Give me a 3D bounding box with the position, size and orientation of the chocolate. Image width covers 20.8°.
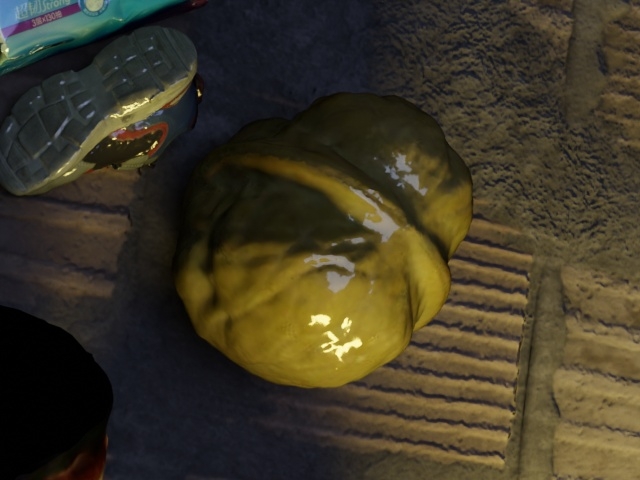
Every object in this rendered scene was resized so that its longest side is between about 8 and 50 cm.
[{"bbox_3d":[-0.359,0.203,1.511,0.340,0.210,0.225,-8,47,-26],"label":"chocolate"}]

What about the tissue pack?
[{"bbox_3d":[-0.234,-0.289,1.656,0.263,0.146,0.198,-23,94,-26],"label":"tissue pack"}]

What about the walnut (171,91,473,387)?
[{"bbox_3d":[0.001,-0.001,1.679,0.282,0.277,0.253,-31,104,-36],"label":"walnut"}]

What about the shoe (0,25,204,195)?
[{"bbox_3d":[-0.207,-0.111,1.694,0.228,0.125,0.099,-33,63,-1],"label":"shoe"}]
